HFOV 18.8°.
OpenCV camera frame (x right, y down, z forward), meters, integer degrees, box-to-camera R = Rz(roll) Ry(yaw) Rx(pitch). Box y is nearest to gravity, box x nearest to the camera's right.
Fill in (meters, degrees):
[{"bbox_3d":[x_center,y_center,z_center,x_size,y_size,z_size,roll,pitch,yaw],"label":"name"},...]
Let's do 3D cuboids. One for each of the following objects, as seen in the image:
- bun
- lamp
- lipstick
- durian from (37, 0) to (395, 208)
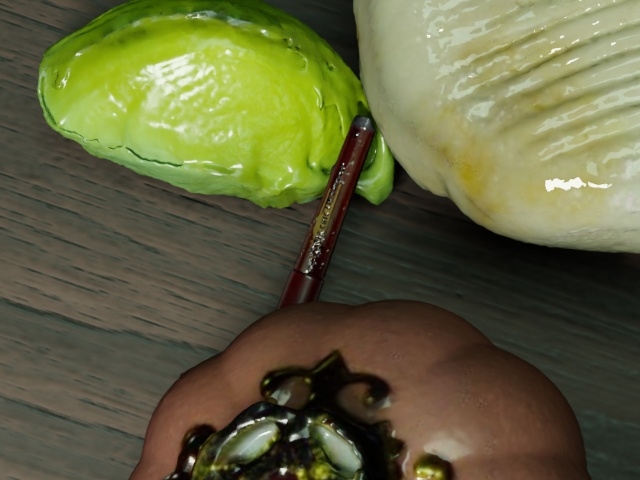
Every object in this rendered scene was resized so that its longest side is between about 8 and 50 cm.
[{"bbox_3d":[0.201,-0.157,1.314,0.365,0.219,0.365,-2,78,7],"label":"bun"},{"bbox_3d":[0.016,0.174,1.144,0.305,0.239,0.305,-6,69,17],"label":"lamp"},{"bbox_3d":[0.000,0.000,1.301,0.027,0.027,0.176,20,92,0],"label":"lipstick"},{"bbox_3d":[-0.067,-0.101,1.327,0.250,0.101,0.139,6,109,-7],"label":"durian"}]
